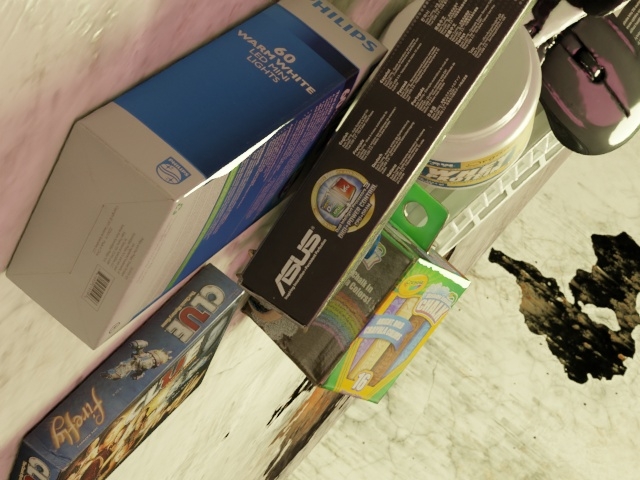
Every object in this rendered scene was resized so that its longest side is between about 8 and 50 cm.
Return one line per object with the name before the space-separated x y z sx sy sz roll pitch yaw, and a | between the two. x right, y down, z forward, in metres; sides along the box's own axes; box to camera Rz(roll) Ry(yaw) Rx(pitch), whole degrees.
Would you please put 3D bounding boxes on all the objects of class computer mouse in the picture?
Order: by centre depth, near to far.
computer mouse | 0.276 -0.159 1.810 0.188 0.072 0.272 -50 144 2

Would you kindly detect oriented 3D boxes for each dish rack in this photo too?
dish rack | 0.202 -0.091 2.060 0.285 0.072 0.333 -42 174 3

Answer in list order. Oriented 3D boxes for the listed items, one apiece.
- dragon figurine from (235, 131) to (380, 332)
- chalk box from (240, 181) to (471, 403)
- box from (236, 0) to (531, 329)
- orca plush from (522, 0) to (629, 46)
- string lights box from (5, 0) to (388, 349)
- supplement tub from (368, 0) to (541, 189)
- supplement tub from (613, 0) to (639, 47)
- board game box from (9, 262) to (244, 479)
dragon figurine | 0.000 0.000 1.634 0.144 0.085 0.289 -48 169 -19
chalk box | 0.051 0.039 1.786 0.213 0.132 0.132 -52 149 8
box | 0.055 -0.078 1.234 0.270 0.060 0.216 -56 177 12
orca plush | 0.251 -0.299 1.647 0.287 0.151 0.102 -33 137 15
string lights box | -0.070 -0.052 1.093 0.260 0.077 0.133 -41 166 -51
supplement tub | 0.115 -0.129 1.503 0.144 0.144 0.199 -51 171 -4
supplement tub | 0.447 -0.275 2.183 0.191 0.272 0.191 -50 171 -11
board game box | -0.170 0.143 1.486 0.243 0.042 0.165 -45 169 -37
